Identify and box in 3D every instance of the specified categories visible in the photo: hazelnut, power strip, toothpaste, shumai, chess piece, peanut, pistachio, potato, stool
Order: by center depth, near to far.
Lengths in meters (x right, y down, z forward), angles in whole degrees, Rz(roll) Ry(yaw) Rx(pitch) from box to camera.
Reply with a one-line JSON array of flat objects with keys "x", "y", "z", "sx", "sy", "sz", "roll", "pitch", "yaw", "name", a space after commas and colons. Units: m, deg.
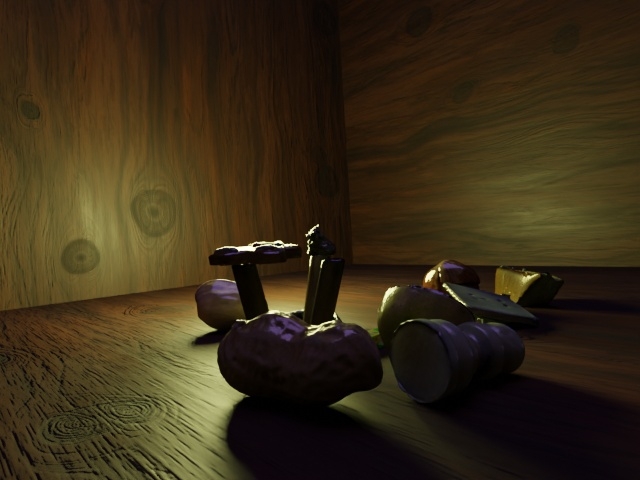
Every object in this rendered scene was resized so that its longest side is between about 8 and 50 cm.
[{"x": -0.040, "y": 0.192, "z": 0.677, "sx": 0.325, "sy": 0.153, "sz": 0.140, "roll": -11, "pitch": 0, "yaw": 36, "name": "peanut"}, {"x": 0.253, "y": 0.191, "z": 0.705, "sx": 0.243, "sy": 0.133, "sz": 0.133, "roll": 1, "pitch": -2, "yaw": -32, "name": "chess piece"}, {"x": 0.198, "y": 0.190, "z": 0.829, "sx": 0.202, "sy": 0.182, "sz": 0.117, "roll": 7, "pitch": 42, "yaw": 39, "name": "potato"}, {"x": 0.133, "y": 0.235, "z": 0.977, "sx": 0.178, "sy": 0.037, "sz": 0.043, "roll": -4, "pitch": 0, "yaw": -44, "name": "toothpaste"}, {"x": 0.000, "y": 0.000, "z": 1.060, "sx": 0.082, "sy": 0.080, "sz": 0.083, "roll": -1, "pitch": -1, "yaw": -14, "name": "shumai"}, {"x": -0.086, "y": 0.155, "z": 1.062, "sx": 0.310, "sy": 0.226, "sz": 0.310, "roll": -2, "pitch": 0, "yaw": -9, "name": "stool"}, {"x": 0.462, "y": 0.193, "z": 1.144, "sx": 0.213, "sy": 0.065, "sz": 0.198, "roll": 12, "pitch": 14, "yaw": -3, "name": "power strip"}, {"x": -0.275, "y": 0.202, "z": 1.267, "sx": 0.229, "sy": 0.157, "sz": 0.157, "roll": 9, "pitch": -1, "yaw": -6, "name": "pistachio"}, {"x": 0.427, "y": 0.145, "z": 1.326, "sx": 0.182, "sy": 0.182, "sz": 0.182, "roll": -3, "pitch": 0, "yaw": 0, "name": "hazelnut"}]

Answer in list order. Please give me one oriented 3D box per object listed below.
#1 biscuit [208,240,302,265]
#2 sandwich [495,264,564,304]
[{"x": -0.143, "y": 0.027, "z": 0.981, "sx": 0.196, "sy": 0.049, "sz": 0.301, "roll": 0, "pitch": 1, "yaw": 9, "name": "biscuit"}, {"x": 0.696, "y": 0.156, "z": 1.368, "sx": 0.122, "sy": 0.128, "sz": 0.235, "roll": 0, "pitch": 1, "yaw": -2, "name": "sandwich"}]
